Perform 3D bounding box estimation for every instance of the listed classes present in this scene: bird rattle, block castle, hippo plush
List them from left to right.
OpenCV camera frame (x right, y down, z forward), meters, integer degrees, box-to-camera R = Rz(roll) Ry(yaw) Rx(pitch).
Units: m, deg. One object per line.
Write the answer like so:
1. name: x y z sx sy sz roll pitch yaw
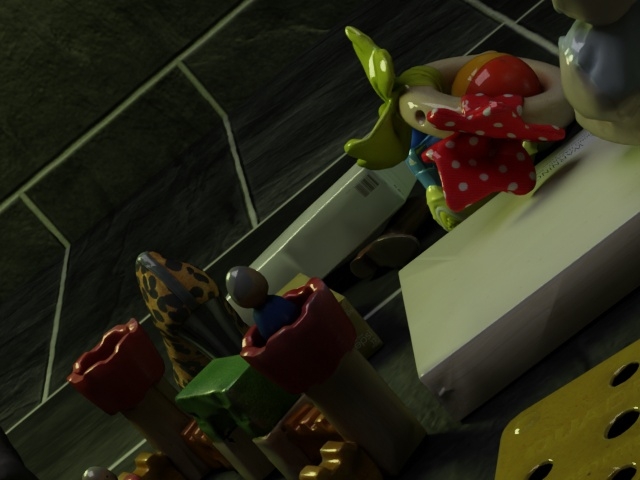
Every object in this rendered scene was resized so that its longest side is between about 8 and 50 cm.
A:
1. block castle: -0.155 0.186 1.563 0.303 0.213 0.453 -47 15 -25
2. bird rattle: 0.138 -0.127 1.685 0.207 0.143 0.253 -21 21 -33
3. hippo plush: 0.309 -0.207 1.475 0.237 0.234 0.294 -4 42 14

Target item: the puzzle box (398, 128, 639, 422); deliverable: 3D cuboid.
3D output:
1. puzzle box: 0.243 -0.037 1.538 0.409 0.052 0.272 -38 13 10

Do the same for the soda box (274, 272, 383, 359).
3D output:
1. soda box: -0.002 0.081 1.802 0.058 0.061 0.181 -41 13 -7

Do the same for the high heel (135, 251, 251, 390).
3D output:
1. high heel: -0.139 0.076 1.923 0.093 0.186 0.261 -44 14 -13

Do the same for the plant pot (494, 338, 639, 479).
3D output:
1. plant pot: 0.184 0.145 0.820 0.212 0.187 0.212 -35 15 23

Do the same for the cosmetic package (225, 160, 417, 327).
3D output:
1. cosmetic package: 0.000 0.000 1.990 0.239 0.060 0.099 -44 8 25

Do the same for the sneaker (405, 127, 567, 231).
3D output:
1. sneaker: 0.161 -0.119 1.862 0.091 0.126 0.240 -26 20 45

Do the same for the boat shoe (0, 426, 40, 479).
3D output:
1. boat shoe: -0.218 0.277 1.311 0.112 0.335 0.095 -25 30 -31

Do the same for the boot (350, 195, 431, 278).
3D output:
1. boot: 0.090 -0.014 1.925 0.106 0.037 0.114 -20 19 51
